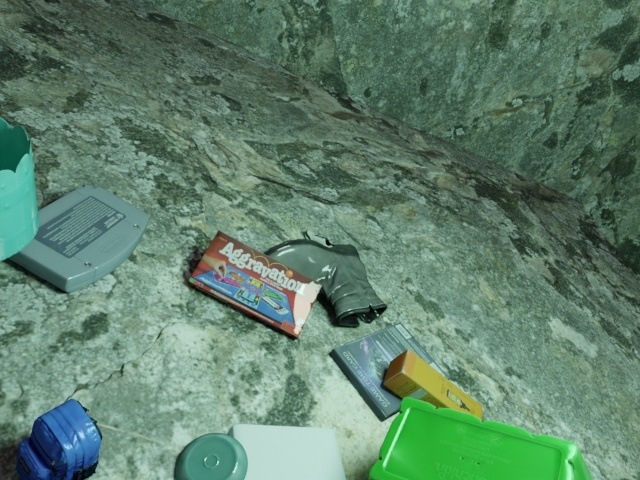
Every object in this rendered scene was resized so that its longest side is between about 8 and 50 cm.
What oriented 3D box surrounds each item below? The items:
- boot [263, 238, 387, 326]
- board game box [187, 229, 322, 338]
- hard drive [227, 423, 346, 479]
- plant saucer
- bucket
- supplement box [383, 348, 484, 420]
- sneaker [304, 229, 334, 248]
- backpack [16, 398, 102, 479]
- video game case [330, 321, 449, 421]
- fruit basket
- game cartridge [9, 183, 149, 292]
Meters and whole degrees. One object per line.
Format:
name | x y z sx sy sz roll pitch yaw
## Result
boot | 0.013 0.115 1.316 0.337 0.118 0.223 -2 50 -33
board game box | -0.149 0.102 1.206 0.281 0.027 0.145 28 64 -4
hard drive | -0.038 0.463 0.851 0.210 0.040 0.319 13 36 -26
plant saucer | -0.179 0.367 0.846 0.119 0.021 0.119 3 41 -3
bucket | -0.655 -0.088 0.923 0.280 0.183 0.281 7 37 -6
supplement box | 0.260 0.355 1.174 0.233 0.080 0.078 37 38 -4
sneaker | 0.000 0.000 1.521 0.109 0.044 0.040 39 35 17
backpack | -0.370 0.298 0.734 0.098 0.120 0.101 41 33 15
video game case | 0.175 0.308 1.256 0.274 0.026 0.196 -10 50 -45
fruit basket | 0.284 0.472 0.910 0.391 0.392 0.283 34 49 5
game cartridge | -0.511 -0.010 1.111 0.195 0.060 0.294 27 32 2
